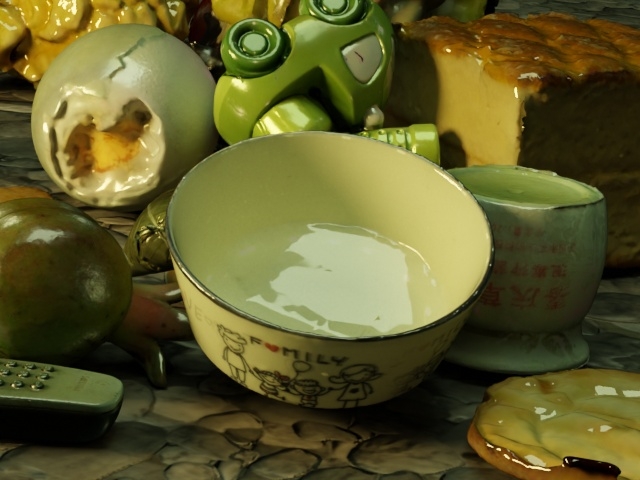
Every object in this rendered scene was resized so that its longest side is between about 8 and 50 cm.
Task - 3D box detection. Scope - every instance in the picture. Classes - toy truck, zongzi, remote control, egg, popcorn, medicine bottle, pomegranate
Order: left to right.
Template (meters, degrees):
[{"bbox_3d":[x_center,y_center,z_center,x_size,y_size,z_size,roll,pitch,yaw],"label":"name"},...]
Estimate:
[{"bbox_3d":[-0.246,0.106,1.166,0.222,0.042,0.072,4,17,5],"label":"remote control"},{"bbox_3d":[-0.321,-0.289,2.128,0.332,0.225,0.265,-12,26,-11],"label":"popcorn"},{"bbox_3d":[-0.183,0.044,1.262,0.191,0.131,0.152,20,3,-29],"label":"pomegranate"},{"bbox_3d":[-0.186,-0.126,1.670,0.183,0.183,0.217,5,27,5],"label":"egg"},{"bbox_3d":[-0.145,0.017,1.382,0.130,0.062,0.154,-37,8,20],"label":"zongzi"},{"bbox_3d":[-0.002,-0.123,1.581,0.187,0.148,0.210,-15,63,-14],"label":"toy truck"},{"bbox_3d":[0.148,0.023,1.338,0.147,0.143,0.147,5,14,-1],"label":"medicine bottle"}]

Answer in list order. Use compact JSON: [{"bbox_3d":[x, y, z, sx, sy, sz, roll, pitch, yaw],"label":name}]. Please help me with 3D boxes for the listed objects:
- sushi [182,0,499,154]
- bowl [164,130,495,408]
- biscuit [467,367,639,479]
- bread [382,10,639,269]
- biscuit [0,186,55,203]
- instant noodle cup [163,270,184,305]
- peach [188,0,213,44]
[{"bbox_3d":[0.006,-0.223,1.858,0.329,0.285,0.328,18,22,40],"label":"sushi"},{"bbox_3d":[0.003,0.034,1.241,0.238,0.126,0.238,4,40,-3],"label":"bowl"},{"bbox_3d":[0.223,0.143,1.159,0.260,0.041,0.203,18,20,37],"label":"biscuit"},{"bbox_3d":[0.230,-0.101,1.647,0.279,0.207,0.279,-7,19,-28],"label":"bread"},{"bbox_3d":[-0.341,-0.012,1.564,0.232,0.013,0.237,-3,18,-21],"label":"biscuit"},{"bbox_3d":[0.000,0.000,1.474,0.274,0.091,0.274,4,18,-1],"label":"instant noodle cup"},{"bbox_3d":[-0.066,-0.261,2.199,0.154,0.159,0.267,-17,28,-35],"label":"peach"}]
